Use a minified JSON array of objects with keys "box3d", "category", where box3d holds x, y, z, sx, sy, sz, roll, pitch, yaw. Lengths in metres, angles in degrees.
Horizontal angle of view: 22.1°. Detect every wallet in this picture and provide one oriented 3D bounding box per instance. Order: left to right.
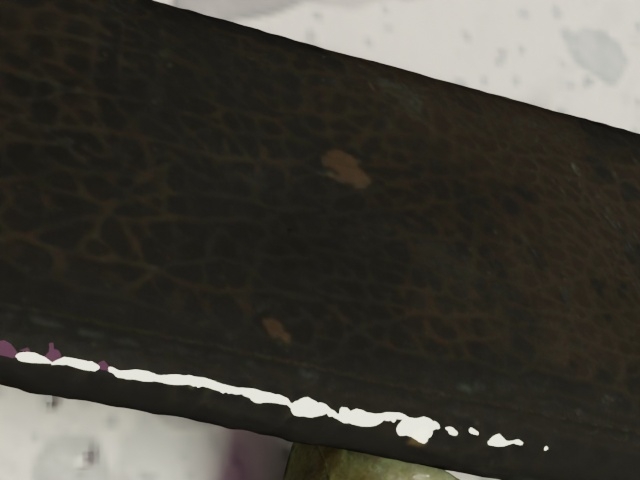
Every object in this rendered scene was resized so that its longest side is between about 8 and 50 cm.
[{"box3d":[0.000,0.000,0.528,0.321,0.044,0.170,13,47,-25],"category":"wallet"}]

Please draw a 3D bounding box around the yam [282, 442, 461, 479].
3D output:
[{"box3d":[0.002,0.147,0.503,0.068,0.068,0.169,24,66,-21],"category":"yam"}]
